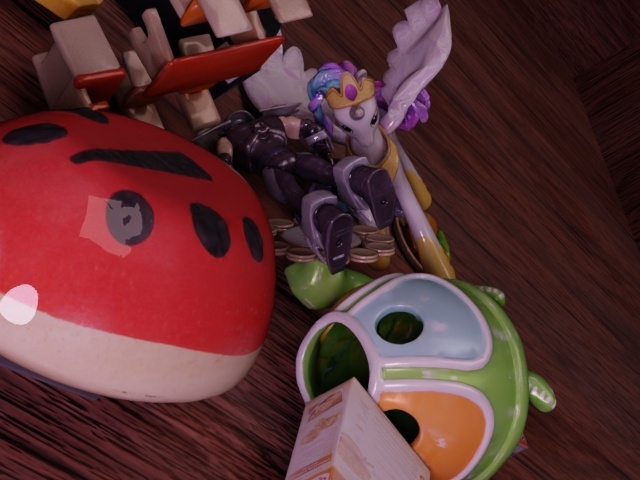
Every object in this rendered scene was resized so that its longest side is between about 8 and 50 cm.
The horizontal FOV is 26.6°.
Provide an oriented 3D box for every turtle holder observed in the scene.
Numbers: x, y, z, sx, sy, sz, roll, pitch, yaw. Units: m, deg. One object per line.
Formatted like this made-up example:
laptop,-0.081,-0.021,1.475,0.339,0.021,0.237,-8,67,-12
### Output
turtle holder,0.092,0.129,1.547,0.227,0.243,0.320,11,59,-40

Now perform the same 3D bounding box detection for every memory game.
memory game,0.000,0.000,1.630,0.186,0.186,0.012,-38,134,-68

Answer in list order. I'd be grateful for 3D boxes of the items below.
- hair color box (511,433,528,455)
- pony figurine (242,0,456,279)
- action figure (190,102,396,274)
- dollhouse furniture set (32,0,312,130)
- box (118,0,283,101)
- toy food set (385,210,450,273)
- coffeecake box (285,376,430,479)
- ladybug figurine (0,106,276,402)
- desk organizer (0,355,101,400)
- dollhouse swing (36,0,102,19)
hair color box,0.219,0.265,1.854,0.141,0.072,0.043,33,34,-49
pony figurine,0.068,-0.149,1.836,0.351,0.303,0.363,-100,170,-52
action figure,-0.041,-0.080,1.593,0.285,0.185,0.099,37,-30,42
dollhouse furniture set,-0.157,-0.174,1.425,0.259,0.262,0.135,-19,78,-33
box,-0.175,-0.328,1.740,0.261,0.103,0.184,51,26,-17
toy food set,0.159,-0.003,2.112,0.192,0.038,0.132,43,27,-33
coffeecake box,0.038,0.248,1.345,0.142,0.068,0.185,52,22,-16
ladybug figurine,-0.172,-0.002,1.157,0.305,0.162,0.449,40,13,12
desk organizer,-0.228,0.091,1.169,0.130,0.047,0.050,32,32,-49
dollhouse swing,-0.309,-0.465,1.418,0.305,0.315,0.346,19,40,-28
